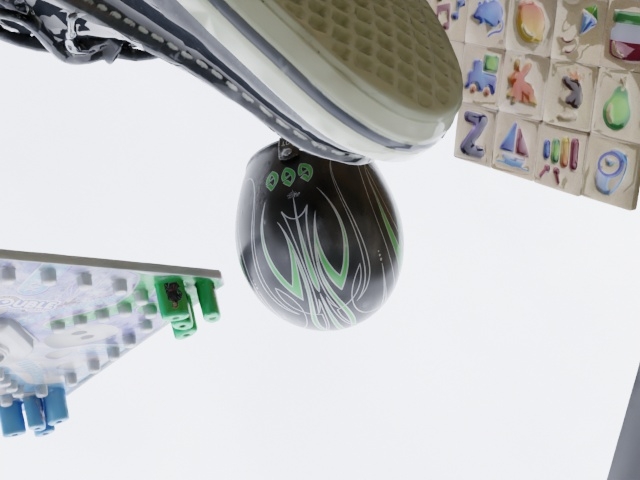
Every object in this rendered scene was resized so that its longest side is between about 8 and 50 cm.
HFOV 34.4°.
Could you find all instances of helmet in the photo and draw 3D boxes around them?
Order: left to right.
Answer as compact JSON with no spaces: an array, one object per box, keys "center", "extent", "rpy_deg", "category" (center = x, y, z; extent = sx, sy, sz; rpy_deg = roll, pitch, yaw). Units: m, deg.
[{"center":[0.000,0.000,0.949],"extent":[0.169,0.169,0.161],"rpy_deg":[5,-116,-31],"category":"helmet"}]

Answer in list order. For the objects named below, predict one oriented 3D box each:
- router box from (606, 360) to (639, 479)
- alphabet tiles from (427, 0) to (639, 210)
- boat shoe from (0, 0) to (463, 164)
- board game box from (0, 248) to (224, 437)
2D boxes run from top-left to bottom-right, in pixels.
[{"center":[0.276,0.212,0.699],"extent":[0.243,0.308,0.081],"rpy_deg":[-3,-160,-41],"category":"router box"},{"center":[0.123,-0.142,0.665],"extent":[0.009,0.198,0.237],"rpy_deg":[-7,-161,-33],"category":"alphabet tiles"},{"center":[-0.126,-0.176,0.616],"extent":[0.500,0.156,0.187],"rpy_deg":[38,-151,24],"category":"boat shoe"},{"center":[-0.352,0.119,1.026],"extent":[0.390,0.390,0.050],"rpy_deg":[8,-122,-43],"category":"board game box"}]
